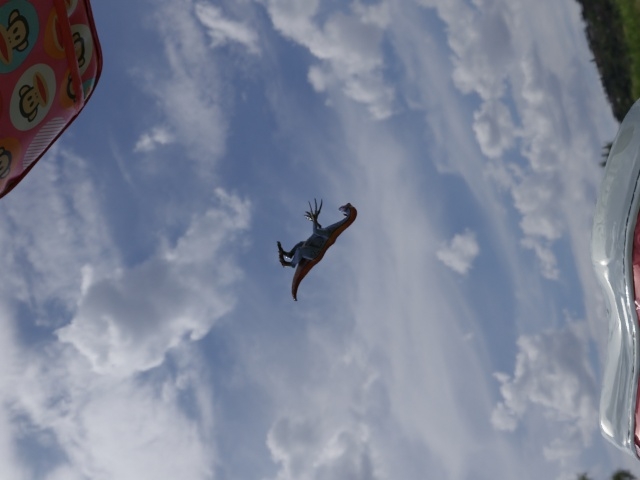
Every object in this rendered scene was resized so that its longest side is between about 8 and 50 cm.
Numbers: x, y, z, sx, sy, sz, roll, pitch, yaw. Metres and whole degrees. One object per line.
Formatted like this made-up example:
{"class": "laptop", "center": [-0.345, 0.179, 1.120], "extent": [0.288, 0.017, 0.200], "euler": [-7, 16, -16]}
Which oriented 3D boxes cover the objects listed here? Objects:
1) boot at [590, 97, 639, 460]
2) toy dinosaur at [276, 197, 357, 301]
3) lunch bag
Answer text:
{"class": "boot", "center": [0.234, 0.044, 0.378], "extent": [0.088, 0.176, 0.244], "euler": [-26, -62, -26]}
{"class": "toy dinosaur", "center": [0.000, 0.000, 0.707], "extent": [0.047, 0.082, 0.090], "euler": [-99, -8, -75]}
{"class": "lunch bag", "center": [-0.296, -0.199, 0.659], "extent": [0.258, 0.120, 0.293], "euler": [-60, -11, -32]}
